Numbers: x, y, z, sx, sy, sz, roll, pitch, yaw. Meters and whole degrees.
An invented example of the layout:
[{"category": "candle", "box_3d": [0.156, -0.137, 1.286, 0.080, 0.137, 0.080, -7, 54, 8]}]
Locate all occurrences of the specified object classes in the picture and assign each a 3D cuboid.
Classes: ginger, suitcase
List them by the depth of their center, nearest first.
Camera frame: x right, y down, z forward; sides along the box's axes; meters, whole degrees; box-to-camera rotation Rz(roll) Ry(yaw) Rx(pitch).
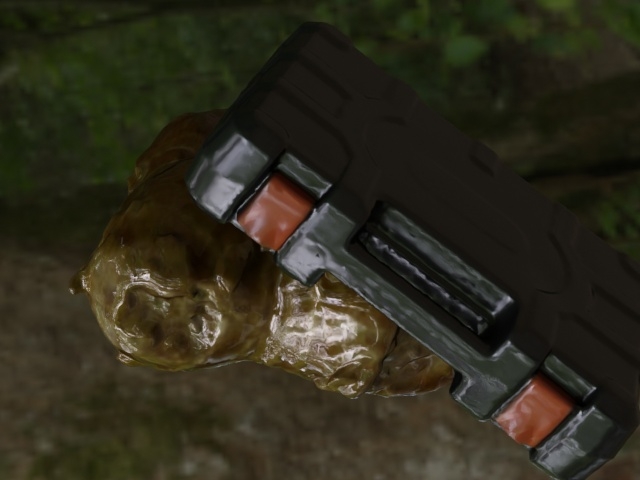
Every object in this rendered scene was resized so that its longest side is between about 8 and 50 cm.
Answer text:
[{"category": "suitcase", "box_3d": [0.068, -0.001, 1.011, 0.066, 0.285, 0.206, -50, 5, 28]}, {"category": "ginger", "box_3d": [0.011, 0.004, 1.239, 0.274, 0.357, 0.152, -88, 4, -64]}]
